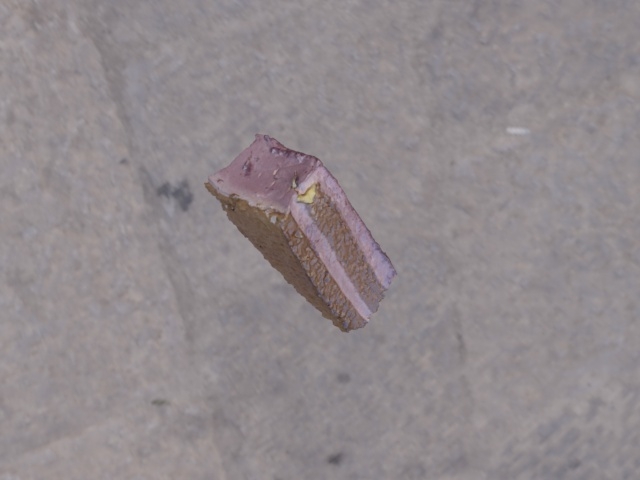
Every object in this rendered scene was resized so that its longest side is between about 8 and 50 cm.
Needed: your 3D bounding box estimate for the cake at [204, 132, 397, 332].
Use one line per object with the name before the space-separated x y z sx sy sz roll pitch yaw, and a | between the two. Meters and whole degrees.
cake | 0.000 0.000 1.516 0.116 0.113 0.295 -54 129 -14
